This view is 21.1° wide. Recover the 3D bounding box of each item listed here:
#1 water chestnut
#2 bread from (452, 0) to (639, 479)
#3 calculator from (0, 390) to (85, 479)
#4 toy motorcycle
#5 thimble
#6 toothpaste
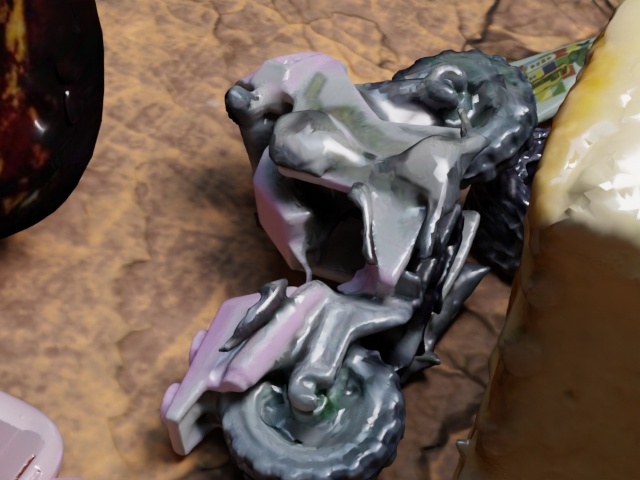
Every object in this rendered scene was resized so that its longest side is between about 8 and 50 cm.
[{"bbox_3d":[-0.262,-0.120,0.988,0.244,0.289,0.289,17,38,37],"label":"water chestnut"},{"bbox_3d":[0.243,0.028,0.833,0.279,0.371,0.390,22,46,10],"label":"bread"},{"bbox_3d":[-0.198,0.115,0.912,0.166,0.024,0.103,20,42,12],"label":"calculator"},{"bbox_3d":[0.000,0.000,1.008,0.188,0.143,0.327,15,56,18],"label":"toy motorcycle"},{"bbox_3d":[0.148,-0.025,1.110,0.104,0.066,0.095,-23,53,-35],"label":"thimble"},{"bbox_3d":[0.239,-0.134,1.212,0.255,0.037,0.067,-18,48,5],"label":"toothpaste"}]
